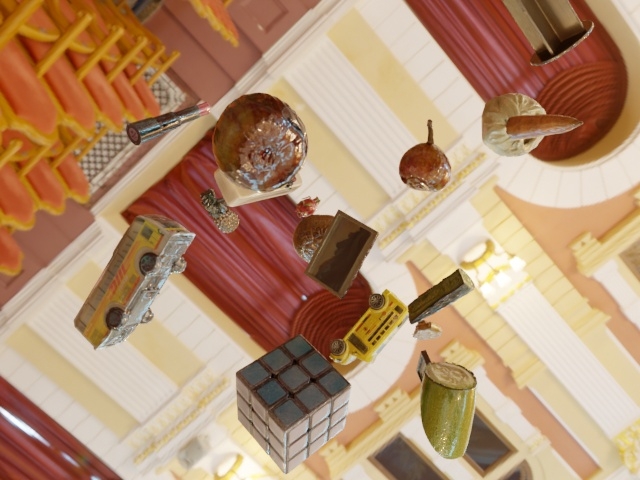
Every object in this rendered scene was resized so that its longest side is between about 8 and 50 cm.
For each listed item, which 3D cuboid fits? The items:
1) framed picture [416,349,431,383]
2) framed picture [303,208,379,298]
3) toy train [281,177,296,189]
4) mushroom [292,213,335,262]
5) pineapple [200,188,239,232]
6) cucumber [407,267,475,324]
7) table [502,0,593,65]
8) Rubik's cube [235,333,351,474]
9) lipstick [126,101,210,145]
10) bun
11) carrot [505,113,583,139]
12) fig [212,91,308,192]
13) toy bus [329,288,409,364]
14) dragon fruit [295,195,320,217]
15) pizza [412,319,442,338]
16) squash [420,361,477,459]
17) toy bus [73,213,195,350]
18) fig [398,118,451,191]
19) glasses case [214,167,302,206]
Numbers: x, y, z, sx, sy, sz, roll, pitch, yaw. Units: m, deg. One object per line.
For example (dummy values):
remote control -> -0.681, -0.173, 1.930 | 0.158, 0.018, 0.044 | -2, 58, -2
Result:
framed picture -> 0.393, 0.497, 2.017 | 0.023, 0.168, 0.128 | -14, -127, -9
framed picture -> 0.071, 0.046, 1.909 | 0.192, 0.018, 0.265 | 31, -85, 34
toy train -> -0.133, -0.226, 1.796 | 0.050, 0.087, 0.138 | -45, -131, 31
mushroom -> 0.000, 0.000, 2.343 | 0.253, 0.253, 0.153 | -37, -156, 26
pineapple -> -0.296, -0.087, 1.587 | 0.074, 0.159, 0.074 | -11, -126, 15
cucumber -> 0.348, 0.173, 1.599 | 0.211, 0.062, 0.078 | -43, -151, 26
table -> 0.546, -0.582, 1.371 | 0.167, 0.226, 0.167 | -37, -162, 14
Rubik's cube -> -0.102, 0.584, 1.973 | 0.301, 0.305, 0.303 | -28, 139, -33
lipstick -> -0.360, -0.292, 1.334 | 0.053, 0.053, 0.234 | -30, -176, 46
bun -> 0.645, -0.384, 1.809 | 0.231, 0.231, 0.133 | -44, -176, -3
carrot -> 0.619, -0.315, 1.508 | 0.205, 0.072, 0.072 | 10, -128, 51
fig -> -0.163, -0.247, 1.263 | 0.217, 0.217, 0.321 | -43, -143, 1
toy bus -> 0.184, 0.340, 2.015 | 0.330, 0.152, 0.144 | -50, 158, 3
dragon fruit -> -0.052, -0.148, 2.403 | 0.116, 0.086, 0.081 | -25, -165, -19
pizza -> 0.450, 0.377, 2.314 | 0.246, 0.127, 0.058 | 65, 29, -65
squash -> 0.410, 0.556, 1.809 | 0.189, 0.189, 0.260 | -88, -177, -73
toy bus -> -0.337, 0.073, 0.991 | 0.268, 0.106, 0.092 | -55, 165, 12
fig -> 0.311, -0.228, 1.646 | 0.149, 0.148, 0.202 | -27, -145, 28
glasses case -> -0.213, -0.220, 1.950 | 0.076, 0.144, 0.336 | -29, 173, 41
